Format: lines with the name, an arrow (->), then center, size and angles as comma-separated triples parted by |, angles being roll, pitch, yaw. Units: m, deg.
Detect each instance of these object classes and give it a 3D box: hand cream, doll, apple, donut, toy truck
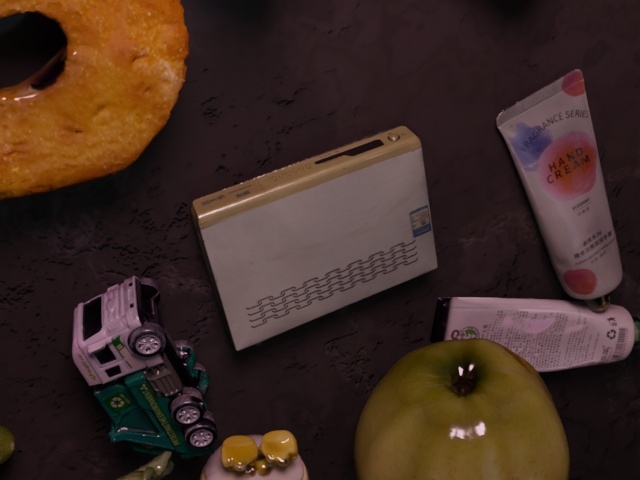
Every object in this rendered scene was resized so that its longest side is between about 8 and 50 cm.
hand cream -> 0.302, 0.130, 1.304 | 0.335, 0.076, 0.121 | 0, 112, -19
doll -> -0.083, 0.356, 1.202 | 0.141, 0.117, 0.297 | -9, 120, -18
apple -> 0.170, 0.260, 1.183 | 0.279, 0.279, 0.279 | -12, 122, -20
hand cream -> 0.321, -0.044, 1.209 | 0.124, 0.078, 0.341 | -29, 121, -7
donut -> -0.271, -0.174, 0.818 | 0.302, 0.110, 0.303 | -14, 124, -21
toy truck -> -0.197, 0.152, 1.042 | 0.116, 0.110, 0.216 | -22, 126, 0

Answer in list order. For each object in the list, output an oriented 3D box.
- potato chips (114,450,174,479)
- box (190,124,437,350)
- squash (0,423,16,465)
potato chips -> -0.345, 0.286, 0.980 | 0.389, 0.097, 0.373 | 2, 154, -25
box -> 0.000, 0.000, 1.087 | 0.270, 0.045, 0.211 | -23, 125, -13
squash -> -0.441, 0.207, 0.977 | 0.252, 0.066, 0.066 | 14, 110, -30
